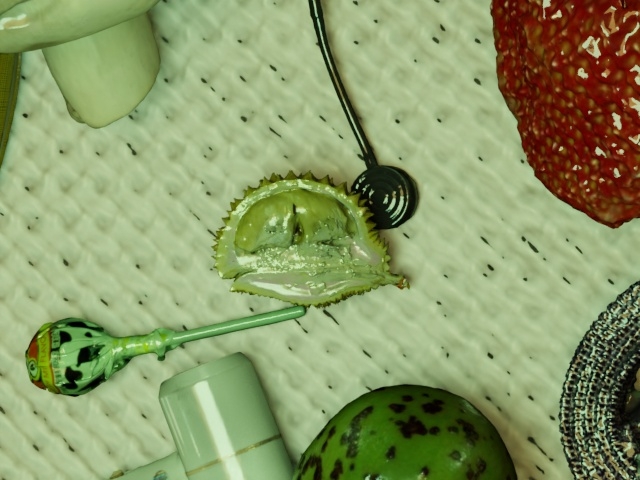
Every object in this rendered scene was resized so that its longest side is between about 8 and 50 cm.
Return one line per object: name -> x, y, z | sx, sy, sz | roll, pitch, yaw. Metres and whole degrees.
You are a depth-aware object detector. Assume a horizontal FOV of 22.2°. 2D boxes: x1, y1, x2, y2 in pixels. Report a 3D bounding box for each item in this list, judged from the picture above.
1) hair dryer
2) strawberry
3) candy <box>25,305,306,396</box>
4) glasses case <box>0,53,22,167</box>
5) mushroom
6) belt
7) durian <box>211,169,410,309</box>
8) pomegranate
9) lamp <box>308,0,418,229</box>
hair dryer -> -0.204, 0.257, 1.739 | 0.357, 0.107, 0.173 | -24, 84, 19
strawberry -> 0.295, -0.185, 1.544 | 0.312, 0.267, 0.351 | 44, 133, 34
candy -> -0.165, 0.103, 1.740 | 0.305, 0.091, 0.083 | -12, 101, 2
glasses case -> -0.369, -0.170, 1.773 | 0.079, 0.064, 0.234 | 11, 95, 19
mushroom -> -0.242, -0.315, 1.617 | 0.353, 0.353, 0.325 | 45, 97, 8
belt -> 0.383, 0.146, 1.580 | 0.325, 0.122, 0.260 | -37, 79, 10
durian -> 0.000, 0.000, 1.677 | 0.208, 0.102, 0.146 | 21, 110, -3
pomegranate -> 0.082, 0.266, 1.572 | 0.231, 0.286, 0.231 | 1, 112, 3
lamp -> 0.002, -0.189, 1.663 | 0.130, 0.108, 0.371 | -8, 90, 17
